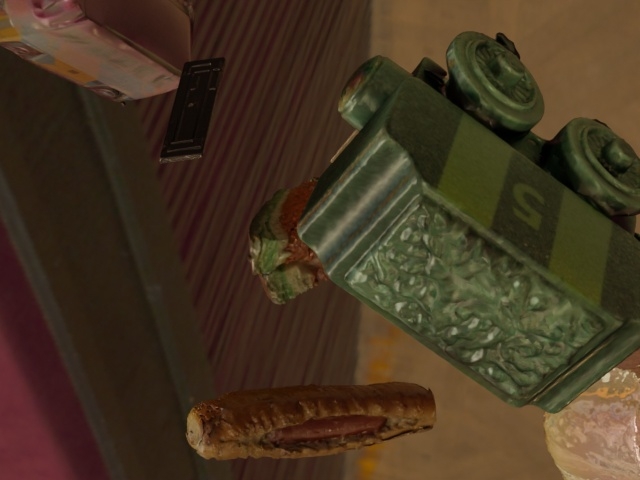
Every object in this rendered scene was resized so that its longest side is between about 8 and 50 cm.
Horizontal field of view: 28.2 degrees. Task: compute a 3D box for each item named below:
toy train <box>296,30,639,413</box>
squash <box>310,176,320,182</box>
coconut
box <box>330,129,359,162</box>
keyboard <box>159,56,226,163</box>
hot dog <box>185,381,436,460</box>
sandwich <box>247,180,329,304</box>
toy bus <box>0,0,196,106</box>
[{"bbox_3d":[0.136,-0.021,0.987,0.299,0.238,0.167,34,129,-9],"label":"toy train"},{"bbox_3d":[-0.007,-0.002,1.683,0.105,0.105,0.132,32,102,-21],"label":"squash"},{"bbox_3d":[0.480,0.236,1.672,0.297,0.297,0.309,35,158,-23],"label":"coconut"},{"bbox_3d":[0.057,-0.128,1.598,0.035,0.083,0.079,41,120,-1],"label":"box"},{"bbox_3d":[-0.167,-0.175,1.681,0.061,0.204,0.013,-7,133,14],"label":"keyboard"},{"bbox_3d":[-0.003,0.185,1.354,0.289,0.083,0.068,-3,118,-27],"label":"hot dog"},{"bbox_3d":[-0.004,-0.002,1.528,0.160,0.185,0.109,-13,110,11],"label":"sandwich"},{"bbox_3d":[-0.328,-0.328,1.831,0.162,0.171,0.386,-10,168,22],"label":"toy bus"}]
